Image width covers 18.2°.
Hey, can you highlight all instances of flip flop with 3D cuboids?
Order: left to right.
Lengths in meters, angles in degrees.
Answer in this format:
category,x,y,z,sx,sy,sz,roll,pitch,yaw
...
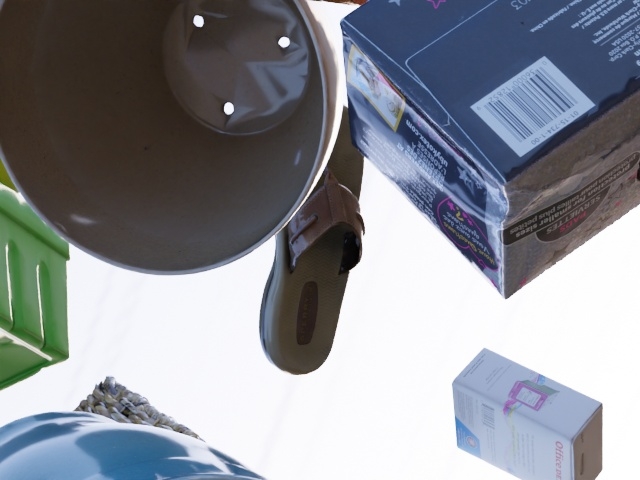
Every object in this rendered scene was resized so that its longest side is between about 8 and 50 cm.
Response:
category,x,y,z,sx,sy,sz,roll,pitch,yaw
flip flop,0.000,0.000,1.910,0.112,0.080,0.277,0,-78,-34

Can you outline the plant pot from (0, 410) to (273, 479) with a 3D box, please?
category,x,y,z,sx,sy,sz,roll,pitch,yaw
plant pot,-0.129,0.230,1.230,0.271,0.255,0.272,-7,-73,-23

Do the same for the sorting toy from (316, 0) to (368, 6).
category,x,y,z,sx,sy,sz,roll,pitch,yaw
sorting toy,-0.046,-0.252,1.320,0.365,0.126,0.127,39,-137,-48

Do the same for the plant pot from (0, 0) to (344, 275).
category,x,y,z,sx,sy,sz,roll,pitch,yaw
plant pot,-0.098,-0.134,1.594,0.191,0.284,0.284,-38,-30,-66

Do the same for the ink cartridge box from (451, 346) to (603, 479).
category,x,y,z,sx,sy,sz,roll,pitch,yaw
ink cartridge box,0.176,0.157,1.683,0.052,0.122,0.088,-43,-36,-32

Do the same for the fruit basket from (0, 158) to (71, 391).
category,x,y,z,sx,sy,sz,roll,pitch,yaw
fruit basket,-0.450,-0.030,2.298,0.283,0.392,0.392,-25,-22,9

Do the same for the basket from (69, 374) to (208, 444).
category,x,y,z,sx,sy,sz,roll,pitch,yaw
basket,-0.168,0.295,1.879,0.213,0.299,0.223,-44,-69,-12

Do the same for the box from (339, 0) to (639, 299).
category,x,y,z,sx,sy,sz,roll,pitch,yaw
box,0.159,-0.110,1.232,0.247,0.163,0.142,-35,-28,-15
